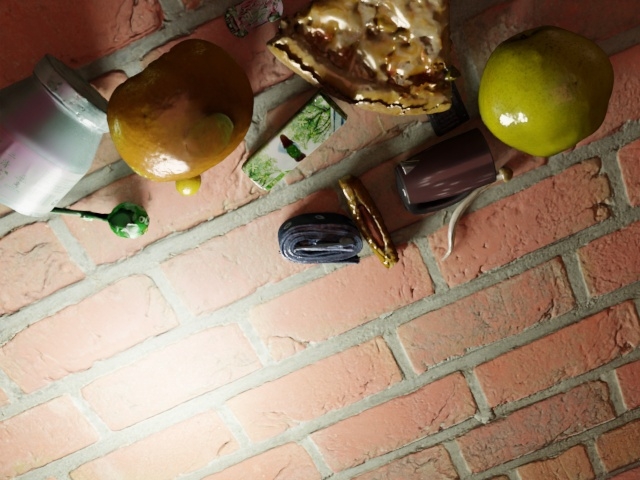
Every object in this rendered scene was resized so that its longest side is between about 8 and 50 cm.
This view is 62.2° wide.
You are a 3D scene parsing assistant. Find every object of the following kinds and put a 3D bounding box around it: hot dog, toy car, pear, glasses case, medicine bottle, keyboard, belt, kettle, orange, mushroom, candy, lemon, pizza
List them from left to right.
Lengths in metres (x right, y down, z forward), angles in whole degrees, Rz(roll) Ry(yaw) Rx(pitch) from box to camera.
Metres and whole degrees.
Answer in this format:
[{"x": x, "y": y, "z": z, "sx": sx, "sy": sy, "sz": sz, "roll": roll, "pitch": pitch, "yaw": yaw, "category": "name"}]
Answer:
[{"x": -0.612, "y": -0.234, "z": 1.166, "sx": 0.245, "sy": 0.245, "sz": 0.290, "roll": 42, "pitch": 93, "yaw": -19, "category": "medicine bottle"}, {"x": -0.590, "y": -0.065, "z": 1.330, "sx": 0.324, "sy": 0.097, "sz": 0.096, "roll": 8, "pitch": 111, "yaw": 1, "category": "candy"}, {"x": -0.293, "y": -0.275, "z": 1.165, "sx": 0.335, "sy": 0.196, "sz": 0.262, "roll": -34, "pitch": 124, "yaw": -9, "category": "orange"}, {"x": -0.327, "y": -0.147, "z": 1.320, "sx": 0.062, "sy": 0.062, "sz": 0.083, "roll": 24, "pitch": 108, "yaw": -14, "category": "lemon"}, {"x": -0.148, "y": -0.513, "z": 1.197, "sx": 0.142, "sy": 0.055, "sz": 0.069, "roll": -20, "pitch": 112, "yaw": 17, "category": "toy car"}, {"x": -0.066, "y": -0.236, "z": 1.279, "sx": 0.272, "sy": 0.062, "sz": 0.095, "roll": -39, "pitch": 110, "yaw": 24, "category": "glasses case"}, {"x": 0.000, "y": 0.000, "z": 1.373, "sx": 0.218, "sy": 0.128, "sz": 0.122, "roll": -1, "pitch": 111, "yaw": -6, "category": "belt"}, {"x": 0.132, "y": -0.049, "z": 1.393, "sx": 0.068, "sy": 0.083, "sz": 0.288, "roll": -27, "pitch": 114, "yaw": 12, "category": "hot dog"}, {"x": 0.152, "y": -0.433, "z": 1.207, "sx": 0.435, "sy": 0.080, "sz": 0.392, "roll": -31, "pitch": 113, "yaw": 23, "category": "pizza"}, {"x": 0.247, "y": -0.429, "z": 1.275, "sx": 0.104, "sy": 0.041, "sz": 0.381, "roll": -31, "pitch": 111, "yaw": 7, "category": "keyboard"}, {"x": 0.309, "y": -0.163, "z": 1.352, "sx": 0.233, "sy": 0.143, "sz": 0.202, "roll": -19, "pitch": 143, "yaw": 9, "category": "kettle"}, {"x": 0.403, "y": -0.077, "z": 1.435, "sx": 0.068, "sy": 0.043, "sz": 0.306, "roll": 39, "pitch": 106, "yaw": 8, "category": "mushroom"}, {"x": 0.508, "y": -0.342, "z": 1.216, "sx": 0.295, "sy": 0.294, "sz": 0.293, "roll": -2, "pitch": 112, "yaw": -5, "category": "pear"}]
